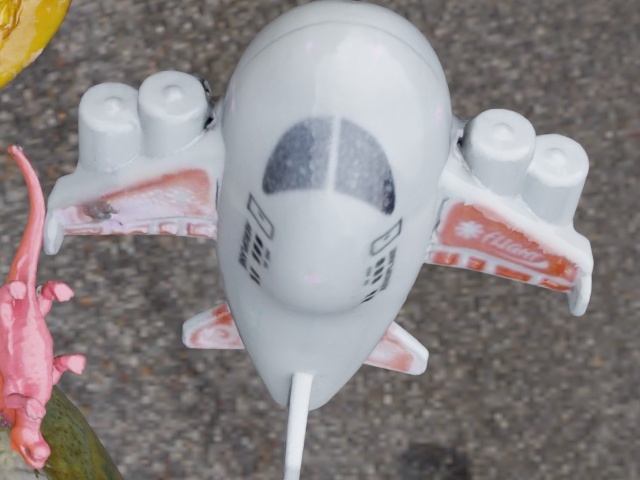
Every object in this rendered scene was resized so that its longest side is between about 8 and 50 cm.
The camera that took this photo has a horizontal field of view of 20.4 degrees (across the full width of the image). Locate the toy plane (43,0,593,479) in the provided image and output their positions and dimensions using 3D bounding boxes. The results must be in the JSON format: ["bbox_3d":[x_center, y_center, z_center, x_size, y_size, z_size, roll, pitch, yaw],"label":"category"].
[{"bbox_3d":[0.000,-0.003,0.814,0.252,0.252,0.118,41,36,-32],"label":"toy plane"}]

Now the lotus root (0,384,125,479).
[{"bbox_3d":[-0.369,0.273,2.028,0.250,0.250,0.346,-14,54,-43],"label":"lotus root"}]

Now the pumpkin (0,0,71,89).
[{"bbox_3d":[-0.193,-0.072,0.710,0.183,0.108,0.119,-49,128,-8],"label":"pumpkin"}]

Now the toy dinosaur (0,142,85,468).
[{"bbox_3d":[-0.287,0.066,1.602,0.070,0.139,0.286,-2,80,-45],"label":"toy dinosaur"}]
